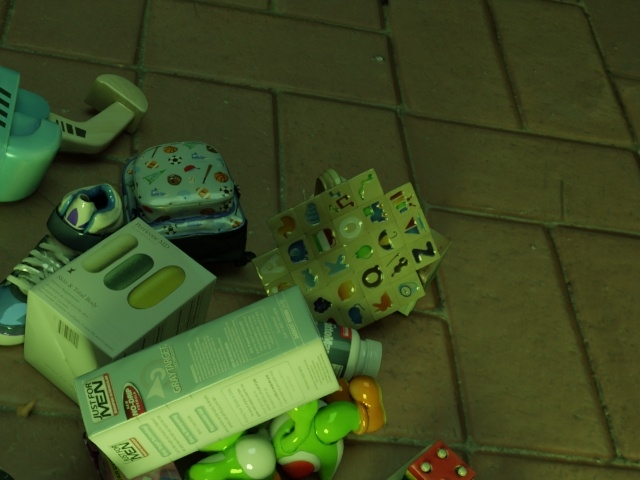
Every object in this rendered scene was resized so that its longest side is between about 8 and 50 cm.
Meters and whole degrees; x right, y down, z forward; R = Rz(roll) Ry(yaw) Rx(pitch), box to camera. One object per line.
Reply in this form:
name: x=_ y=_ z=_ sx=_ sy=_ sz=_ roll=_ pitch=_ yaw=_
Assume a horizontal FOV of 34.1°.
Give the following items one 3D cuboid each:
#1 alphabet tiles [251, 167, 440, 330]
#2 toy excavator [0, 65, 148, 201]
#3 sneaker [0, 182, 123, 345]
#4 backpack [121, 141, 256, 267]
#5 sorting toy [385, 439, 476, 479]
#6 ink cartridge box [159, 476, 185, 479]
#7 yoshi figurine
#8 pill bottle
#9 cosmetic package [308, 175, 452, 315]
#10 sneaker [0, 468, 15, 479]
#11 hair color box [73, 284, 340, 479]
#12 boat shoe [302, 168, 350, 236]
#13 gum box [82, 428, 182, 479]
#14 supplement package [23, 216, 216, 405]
alphabet tiles: x=0.053 y=0.035 z=2.008 sx=0.342 sy=0.285 sz=0.011 roll=-27 pitch=19 yaw=-7
toy excavator: x=-0.584 y=-0.217 z=2.123 sx=0.445 sy=0.222 sz=0.433 roll=20 pitch=44 yaw=-25
sneaker: x=-0.482 y=0.019 z=1.881 sx=0.130 sy=0.236 sz=0.323 roll=33 pitch=46 yaw=13
backpack: x=-0.284 y=-0.078 z=2.080 sx=0.276 sy=0.213 sz=0.263 roll=-4 pitch=39 yaw=-19
sorting toy: x=0.210 y=0.489 z=1.782 sx=0.257 sy=0.089 sz=0.255 roll=-29 pitch=62 yaw=-38
ink cartridge box: x=-0.135 y=0.518 z=1.571 sx=0.303 sy=0.072 sz=0.307 roll=9 pitch=61 yaw=3
yoshi figurine: x=-0.083 y=0.307 z=1.796 sx=0.362 sy=0.204 sz=0.203 roll=-18 pitch=40 yaw=-30
pill bottle: x=0.019 y=0.211 z=1.968 sx=0.180 sy=0.108 sz=0.108 roll=13 pitch=45 yaw=-8
cosmetic package: x=0.104 y=0.005 z=2.180 sx=0.296 sy=0.129 sz=0.153 roll=29 pitch=45 yaw=10
sneaker: x=-0.479 y=0.397 z=1.587 sx=0.267 sy=0.106 sz=0.101 roll=30 pitch=87 yaw=26
hair color box: x=-0.172 y=0.225 z=1.635 sx=0.374 sy=0.185 sz=0.114 roll=-23 pitch=56 yaw=-3
boat shoe: x=0.000 y=0.000 z=2.049 sx=0.089 sy=0.285 sz=0.104 roll=-4 pitch=20 yaw=-17
gum box: x=-0.313 y=0.365 z=1.733 sx=0.107 sy=0.062 sz=0.188 roll=-13 pitch=54 yaw=-29
supplement package: x=-0.355 y=0.137 z=1.841 sx=0.199 sy=0.198 sz=0.262 roll=36 pitch=46 yaw=16
